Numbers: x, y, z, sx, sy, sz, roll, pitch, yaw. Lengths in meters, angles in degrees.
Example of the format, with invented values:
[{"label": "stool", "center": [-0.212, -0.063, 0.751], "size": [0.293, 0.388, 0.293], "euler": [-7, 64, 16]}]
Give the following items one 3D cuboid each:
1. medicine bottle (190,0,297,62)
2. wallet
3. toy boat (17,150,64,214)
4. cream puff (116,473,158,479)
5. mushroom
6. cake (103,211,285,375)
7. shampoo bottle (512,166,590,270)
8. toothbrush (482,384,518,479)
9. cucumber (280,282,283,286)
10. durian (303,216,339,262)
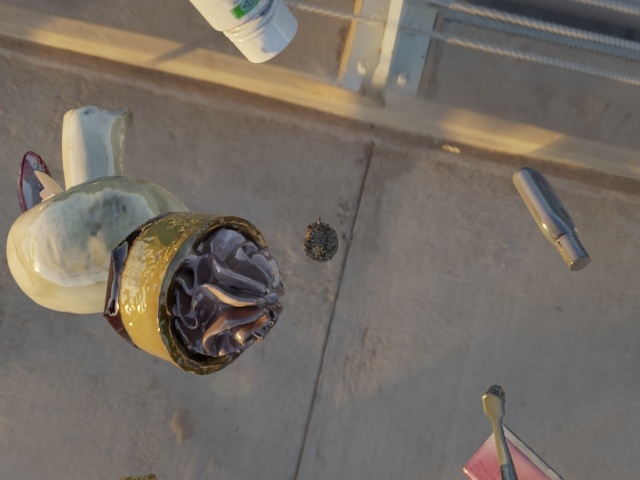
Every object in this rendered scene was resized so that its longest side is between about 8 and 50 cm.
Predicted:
[{"label": "medicine bottle", "center": [-0.150, -0.430, 1.393], "size": [0.139, 0.139, 0.237], "euler": [-46, 129, -1]}, {"label": "wallet", "center": [0.369, 0.444, 1.400], "size": [0.232, 0.025, 0.119], "euler": [43, 101, 25]}, {"label": "toy boat", "center": [-0.551, -0.080, 1.635], "size": [0.071, 0.318, 0.219], "euler": [-23, 98, -32]}, {"label": "cream puff", "center": [-0.412, 0.588, 1.776], "size": [0.189, 0.189, 0.129], "euler": [-31, 55, 0]}, {"label": "mushroom", "center": [-0.365, -0.049, 1.350], "size": [0.314, 0.314, 0.336], "euler": [-6, 78, 2]}, {"label": "cake", "center": [-0.128, 0.069, 0.950], "size": [0.207, 0.178, 0.185], "euler": [-32, 123, -32]}, {"label": "shampoo bottle", "center": [0.325, -0.030, 1.120], "size": [0.040, 0.080, 0.165], "euler": [-40, 48, 24]}, {"label": "toothbrush", "center": [0.268, 0.333, 1.136], "size": [0.030, 0.030, 0.298], "euler": [-2, 114, 31]}, {"label": "cucumber", "center": [-0.137, 0.073, 1.551], "size": [0.134, 0.034, 0.033], "euler": [12, 115, -17]}, {"label": "durian", "center": [0.000, 0.000, 1.575], "size": [0.080, 0.080, 0.091], "euler": [-3, 105, 2]}]
